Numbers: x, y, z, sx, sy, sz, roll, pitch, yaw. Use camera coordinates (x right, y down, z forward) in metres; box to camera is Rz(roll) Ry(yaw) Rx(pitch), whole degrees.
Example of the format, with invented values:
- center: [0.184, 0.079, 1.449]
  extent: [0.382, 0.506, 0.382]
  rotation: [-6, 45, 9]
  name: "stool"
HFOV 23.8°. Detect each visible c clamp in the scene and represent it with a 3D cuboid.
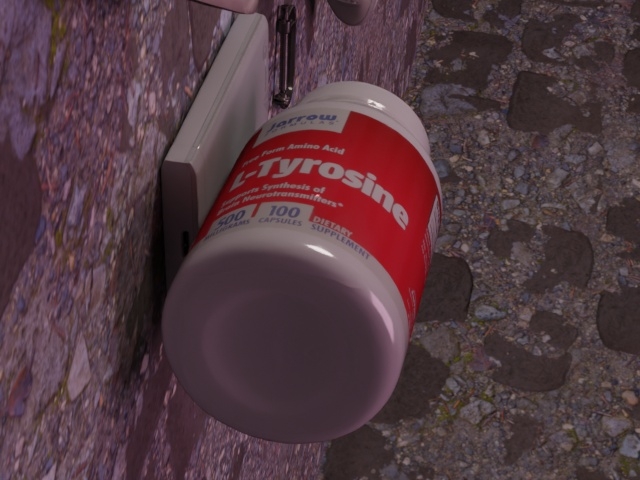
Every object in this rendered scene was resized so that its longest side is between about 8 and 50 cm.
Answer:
- center: [-0.048, -0.242, 2.007]
  extent: [0.137, 0.022, 0.160]
  rotation: [-78, 171, -59]
  name: "c clamp"

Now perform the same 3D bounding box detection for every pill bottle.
- center: [0.000, 0.000, 1.541]
  extent: [0.407, 0.229, 0.229]
  rotation: [-69, 165, -57]
  name: "pill bottle"

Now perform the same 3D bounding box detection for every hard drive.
- center: [-0.110, -0.086, 1.646]
  extent: [0.307, 0.040, 0.203]
  rotation: [-71, 166, -52]
  name: "hard drive"

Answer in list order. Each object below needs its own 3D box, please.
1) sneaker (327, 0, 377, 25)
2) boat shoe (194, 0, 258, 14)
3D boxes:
- center: [0.016, -0.373, 2.111]
  extent: [0.262, 0.099, 0.121]
  rotation: [72, 34, -55]
  name: "sneaker"
- center: [-0.108, -0.267, 1.156]
  extent: [0.340, 0.127, 0.158]
  rotation: [-25, 130, -79]
  name: "boat shoe"
